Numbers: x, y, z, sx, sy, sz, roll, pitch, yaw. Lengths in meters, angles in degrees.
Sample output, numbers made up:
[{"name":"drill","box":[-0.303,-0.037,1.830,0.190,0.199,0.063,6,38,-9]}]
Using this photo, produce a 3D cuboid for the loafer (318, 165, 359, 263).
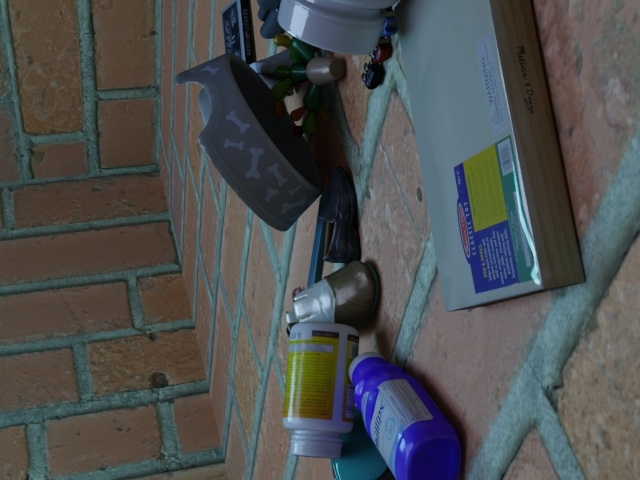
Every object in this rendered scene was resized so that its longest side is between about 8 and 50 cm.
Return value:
[{"name":"loafer","box":[0.028,-0.043,1.727,0.062,0.061,0.170,166,97,-76]}]

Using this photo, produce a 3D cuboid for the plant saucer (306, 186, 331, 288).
[{"name":"plant saucer","box":[0.000,0.000,1.824,0.067,0.018,0.192,123,158,-67]}]

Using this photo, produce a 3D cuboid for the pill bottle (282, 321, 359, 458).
[{"name":"pill bottle","box":[0.000,0.247,1.637,0.117,0.117,0.215,139,137,-72]}]

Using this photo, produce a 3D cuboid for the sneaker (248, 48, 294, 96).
[{"name":"sneaker","box":[-0.080,-0.325,1.981,0.258,0.094,0.091,-149,37,-77]}]

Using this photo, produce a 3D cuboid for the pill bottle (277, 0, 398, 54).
[{"name":"pill bottle","box":[0.045,-0.386,1.225,0.161,0.161,0.283,-117,38,-51]}]

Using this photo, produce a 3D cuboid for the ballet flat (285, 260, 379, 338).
[{"name":"ballet flat","box":[0.003,0.126,1.775,0.342,0.124,0.116,129,132,-69]}]

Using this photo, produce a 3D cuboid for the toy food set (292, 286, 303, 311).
[{"name":"toy food set","box":[-0.045,0.136,2.156,0.122,0.019,0.078,-140,45,-79]}]

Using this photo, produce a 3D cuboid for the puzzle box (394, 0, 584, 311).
[{"name":"puzzle box","box":[0.181,-0.129,1.153,0.272,0.052,0.409,150,113,-73]}]

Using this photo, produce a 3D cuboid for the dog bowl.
[{"name":"dog bowl","box":[-0.118,-0.189,1.815,0.349,0.102,0.349,53,-168,-17]}]

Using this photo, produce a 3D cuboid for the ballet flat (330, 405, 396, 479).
[{"name":"ballet flat","box":[0.102,0.415,1.597,0.348,0.123,0.123,-116,24,-54]}]

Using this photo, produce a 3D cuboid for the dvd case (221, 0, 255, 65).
[{"name":"dvd case","box":[-0.201,-0.488,2.423,0.238,0.029,0.179,-170,75,-73]}]

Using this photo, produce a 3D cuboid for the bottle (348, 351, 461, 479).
[{"name":"bottle","box":[0.115,0.259,1.482,0.283,0.092,0.118,-127,36,-61]}]

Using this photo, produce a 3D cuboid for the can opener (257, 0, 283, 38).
[{"name":"can opener","box":[-0.097,-0.465,1.929,0.283,0.095,0.076,151,112,-73]}]

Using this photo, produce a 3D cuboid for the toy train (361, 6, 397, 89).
[{"name":"toy train","box":[0.088,-0.282,1.471,0.158,0.027,0.036,104,151,-53]}]

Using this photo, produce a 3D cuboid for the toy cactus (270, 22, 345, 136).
[{"name":"toy cactus","box":[-0.015,-0.292,1.754,0.180,0.112,0.219,7,102,55]}]
